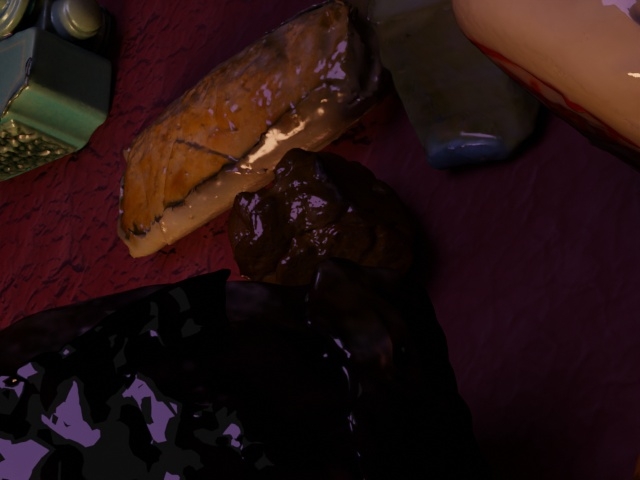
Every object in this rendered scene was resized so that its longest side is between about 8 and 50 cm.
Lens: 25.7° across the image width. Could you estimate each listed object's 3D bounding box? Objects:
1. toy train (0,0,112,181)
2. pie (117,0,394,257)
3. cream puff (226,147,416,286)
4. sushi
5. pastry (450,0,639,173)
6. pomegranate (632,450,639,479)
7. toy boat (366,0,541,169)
[{"bbox_3d":[-0.276,-0.144,1.253,0.203,0.112,0.163,-18,62,41],"label":"toy train"},{"bbox_3d":[-0.062,-0.083,1.016,0.282,0.068,0.128,-32,47,38],"label":"pie"},{"bbox_3d":[0.000,0.000,0.868,0.116,0.122,0.094,43,109,18],"label":"cream puff"},{"bbox_3d":[-0.041,0.182,0.665,0.299,0.281,0.294,-29,48,12],"label":"sushi"},{"bbox_3d":[0.173,-0.094,0.630,0.133,0.265,0.265,-56,39,4],"label":"pastry"},{"bbox_3d":[0.234,0.118,0.431,0.281,0.281,0.281,-25,52,37],"label":"pomegranate"},{"bbox_3d":[0.096,-0.186,0.888,0.111,0.084,0.276,-11,60,42],"label":"toy boat"}]
